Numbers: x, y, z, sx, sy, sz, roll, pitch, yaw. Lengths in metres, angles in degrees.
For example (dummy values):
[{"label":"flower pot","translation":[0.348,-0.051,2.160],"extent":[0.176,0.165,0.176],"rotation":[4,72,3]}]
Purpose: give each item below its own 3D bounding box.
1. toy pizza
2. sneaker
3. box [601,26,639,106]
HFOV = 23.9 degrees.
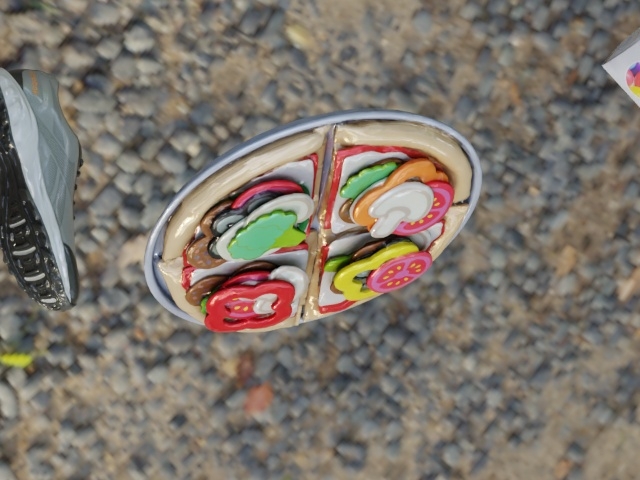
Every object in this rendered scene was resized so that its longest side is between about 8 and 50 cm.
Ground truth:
[{"label":"toy pizza","translation":[0.000,0.000,0.855],"extent":[0.201,0.032,0.201],"rotation":[-15,148,-9]},{"label":"sneaker","translation":[-0.295,-0.058,1.626],"extent":[0.108,0.100,0.271],"rotation":[-13,92,-43]},{"label":"box","translation":[0.287,-0.110,0.923],"extent":[0.145,0.186,0.038],"rotation":[47,45,-3]}]
